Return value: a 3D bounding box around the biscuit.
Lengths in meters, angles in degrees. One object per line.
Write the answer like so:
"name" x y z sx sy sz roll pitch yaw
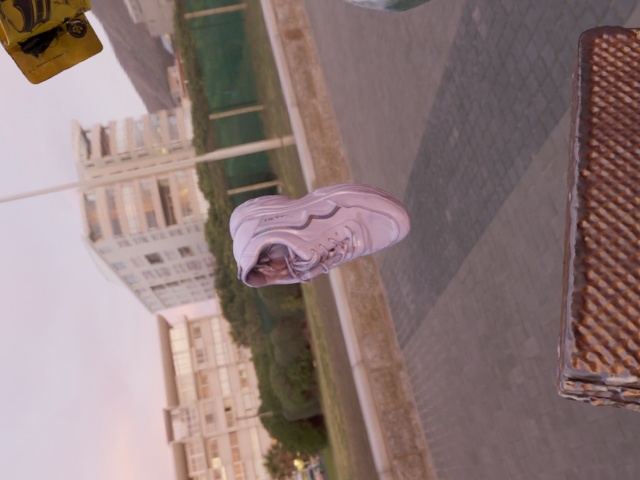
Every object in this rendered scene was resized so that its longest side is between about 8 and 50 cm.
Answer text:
"biscuit" 0.277 -0.042 0.539 0.073 0.107 0.388 69 -148 -55

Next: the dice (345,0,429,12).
"dice" 0.114 -0.568 0.877 0.330 0.348 0.328 53 153 10

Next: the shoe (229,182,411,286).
"shoe" 0.000 0.000 0.791 0.138 0.245 0.095 -94 -1 -53

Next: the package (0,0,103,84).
"package" -0.203 -0.181 0.425 0.047 0.071 0.131 43 155 16
